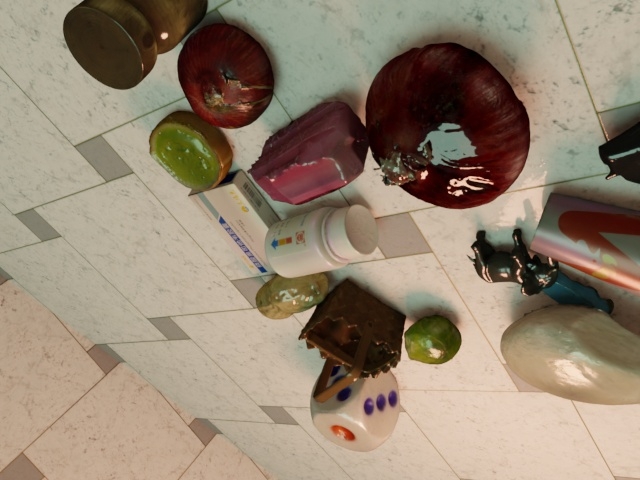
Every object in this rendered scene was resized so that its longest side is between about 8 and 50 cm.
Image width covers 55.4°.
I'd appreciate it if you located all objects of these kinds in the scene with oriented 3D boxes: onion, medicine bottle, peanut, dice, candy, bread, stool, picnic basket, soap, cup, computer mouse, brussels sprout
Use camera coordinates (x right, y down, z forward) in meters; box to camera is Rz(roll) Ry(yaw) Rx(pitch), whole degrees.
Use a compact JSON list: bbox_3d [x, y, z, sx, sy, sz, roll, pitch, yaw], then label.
[{"bbox_3d":[0.219,-0.198,1.192,0.348,0.285,0.347,31,145,25],"label":"onion"},{"bbox_3d":[0.000,0.000,1.640,0.293,0.170,0.170,-15,126,42],"label":"medicine bottle"},{"bbox_3d":[-0.105,0.161,1.909,0.159,0.143,0.291,23,148,-32],"label":"peanut"},{"bbox_3d":[0.124,0.574,2.162,0.243,0.251,0.259,-10,129,41],"label":"dice"},{"bbox_3d":[-0.223,-0.364,1.382,0.248,0.161,0.248,24,131,31],"label":"onion"},{"bbox_3d":[0.647,0.312,1.549,0.386,0.186,0.427,25,162,-10],"label":"candy"},{"bbox_3d":[-0.351,-0.238,1.641,0.236,0.070,0.236,16,135,17],"label":"bread"},{"bbox_3d":[-0.373,-0.459,1.260,0.179,0.264,0.179,17,141,14],"label":"stool"},{"bbox_3d":[0.089,0.319,1.841,0.291,0.321,0.254,33,138,-10],"label":"picnic basket"},{"bbox_3d":[-0.021,-0.198,1.397,0.127,0.220,0.325,38,141,-27],"label":"soap"},{"bbox_3d":[0.607,0.006,1.287,0.288,0.203,0.203,22,142,20],"label":"cup"},{"bbox_3d":[0.638,-0.184,1.117,0.147,0.088,0.264,25,146,-27],"label":"computer mouse"},{"bbox_3d":[0.332,0.298,1.807,0.162,0.143,0.180,-15,163,-12],"label":"brussels sprout"}]

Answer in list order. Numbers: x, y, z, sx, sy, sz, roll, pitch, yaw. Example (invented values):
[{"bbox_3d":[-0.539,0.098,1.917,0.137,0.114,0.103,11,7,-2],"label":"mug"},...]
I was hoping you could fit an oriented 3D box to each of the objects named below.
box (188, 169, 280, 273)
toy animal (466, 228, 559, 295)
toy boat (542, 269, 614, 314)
[{"bbox_3d":[-0.214,-0.043,1.802,0.200,0.065,0.343,-9,129,38],"label":"box"},{"bbox_3d":[0.476,0.048,1.477,0.245,0.114,0.146,14,139,51],"label":"toy animal"},{"bbox_3d":[0.636,0.130,1.503,0.185,0.077,0.075,33,144,8],"label":"toy boat"}]
